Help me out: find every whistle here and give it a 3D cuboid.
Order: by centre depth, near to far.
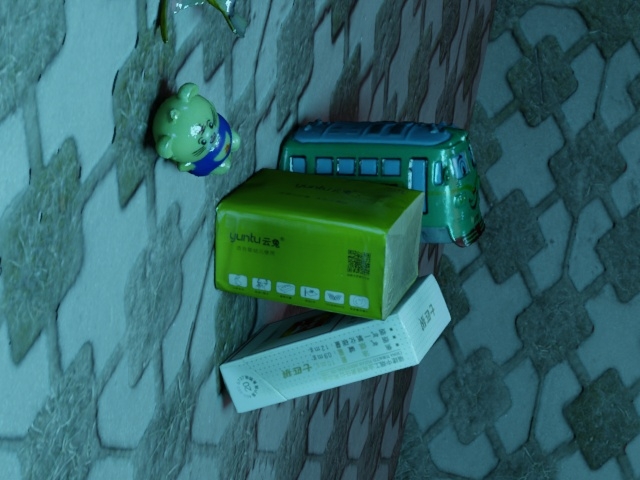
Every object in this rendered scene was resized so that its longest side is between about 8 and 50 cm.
[{"bbox_3d":[-0.162,-0.134,1.750,0.105,0.085,0.227,-67,162,-7],"label":"whistle"}]

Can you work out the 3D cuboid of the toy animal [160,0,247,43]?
[{"bbox_3d":[-0.131,-0.349,1.707,0.219,0.095,0.155,-45,147,-63],"label":"toy animal"}]

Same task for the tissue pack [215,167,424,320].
[{"bbox_3d":[0.000,0.000,2.026,0.200,0.274,0.167,-43,140,-61],"label":"tissue pack"}]

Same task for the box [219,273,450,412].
[{"bbox_3d":[0.026,0.166,2.125,0.095,0.330,0.210,69,24,-8],"label":"box"}]

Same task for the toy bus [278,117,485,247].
[{"bbox_3d":[0.101,-0.102,2.200,0.183,0.343,0.200,-40,130,-65],"label":"toy bus"}]
